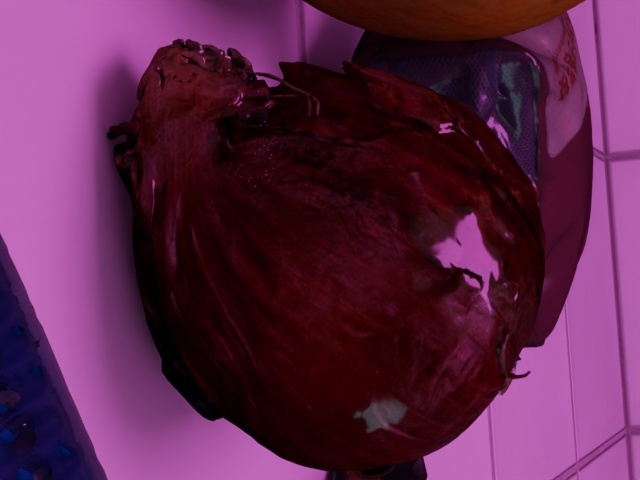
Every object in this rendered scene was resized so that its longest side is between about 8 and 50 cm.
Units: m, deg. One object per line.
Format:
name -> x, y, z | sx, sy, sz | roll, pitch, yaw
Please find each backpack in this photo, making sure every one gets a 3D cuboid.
backpack -> 0.124, -0.066, 1.063 | 0.283, 0.197, 0.317 | -66, 150, -54

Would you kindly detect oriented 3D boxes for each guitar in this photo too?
guitar -> 0.048, 0.163, 0.994 | 0.233, 0.088, 0.025 | -66, 145, -68

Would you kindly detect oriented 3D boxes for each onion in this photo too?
onion -> 0.016, 0.013, 0.749 | 0.221, 0.281, 0.281 | -51, 157, 6

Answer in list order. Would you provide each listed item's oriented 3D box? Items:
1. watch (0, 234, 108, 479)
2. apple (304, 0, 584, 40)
watch -> -0.148, -0.031, 0.368 | 0.276, 0.068, 0.274 | 48, 15, -52
apple -> 0.075, -0.287, 0.805 | 0.339, 0.339, 0.340 | -5, 90, -69
